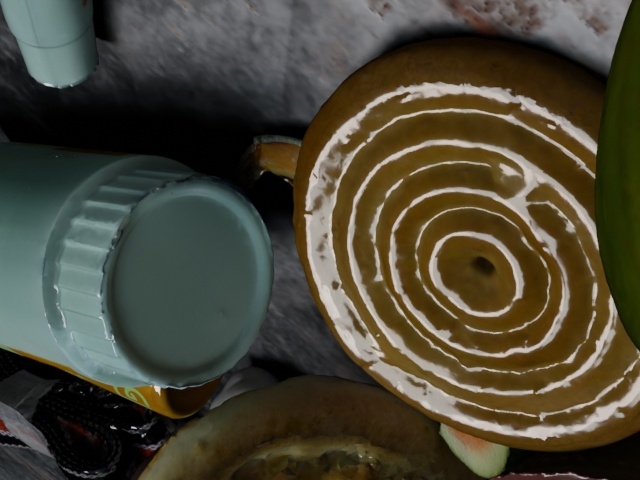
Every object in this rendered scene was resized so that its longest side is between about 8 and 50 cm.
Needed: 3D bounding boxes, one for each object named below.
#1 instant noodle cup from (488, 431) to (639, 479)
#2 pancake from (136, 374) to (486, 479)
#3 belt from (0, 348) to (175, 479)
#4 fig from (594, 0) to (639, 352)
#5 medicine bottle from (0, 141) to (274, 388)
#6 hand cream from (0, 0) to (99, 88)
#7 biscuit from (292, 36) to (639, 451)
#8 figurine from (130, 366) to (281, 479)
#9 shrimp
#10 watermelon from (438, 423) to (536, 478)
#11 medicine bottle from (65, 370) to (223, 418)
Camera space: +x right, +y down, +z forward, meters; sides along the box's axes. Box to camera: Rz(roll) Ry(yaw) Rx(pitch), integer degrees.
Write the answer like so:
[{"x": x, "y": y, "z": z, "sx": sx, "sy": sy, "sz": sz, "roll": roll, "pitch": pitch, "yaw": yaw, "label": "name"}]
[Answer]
[{"x": 0.226, "y": 0.189, "z": 0.801, "sx": 0.274, "sy": 0.090, "sz": 0.274, "roll": 21, "pitch": 148, "yaw": 13, "label": "instant noodle cup"}, {"x": -0.013, "y": 0.296, "z": 0.963, "sx": 0.382, "sy": 0.382, "sz": 0.071, "roll": 53, "pitch": 170, "yaw": -25, "label": "pancake"}, {"x": -0.291, "y": 0.182, "z": 1.309, "sx": 0.359, "sy": 0.126, "sz": 0.094, "roll": 11, "pitch": 139, "yaw": 38, "label": "belt"}, {"x": 0.203, "y": -0.037, "z": 0.472, "sx": 0.203, "sy": 0.203, "sz": 0.225, "roll": -30, "pitch": 71, "yaw": 57, "label": "fig"}, {"x": -0.183, "y": 0.010, "z": 0.905, "sx": 0.318, "sy": 0.158, "sz": 0.158, "roll": 9, "pitch": 140, "yaw": 48, "label": "medicine bottle"}, {"x": -0.179, "y": -0.214, "z": 0.709, "sx": 0.058, "sy": 0.085, "sz": 0.331, "roll": 2, "pitch": 145, "yaw": 4, "label": "hand cream"}, {"x": 0.091, "y": 0.012, "z": 0.699, "sx": 0.262, "sy": 0.037, "sz": 0.262, "roll": 18, "pitch": 127, "yaw": 25, "label": "biscuit"}, {"x": -0.022, "y": 0.302, "z": 1.133, "sx": 0.206, "sy": 0.218, "sz": 0.365, "roll": -24, "pitch": 131, "yaw": 29, "label": "figurine"}, {"x": -0.002, "y": 0.002, "z": 0.851, "sx": 0.148, "sy": 0.035, "sz": 0.195, "roll": 23, "pitch": 143, "yaw": 21, "label": "shrimp"}, {"x": 0.114, "y": 0.089, "z": 0.838, "sx": 0.119, "sy": 0.063, "sz": 0.245, "roll": 44, "pitch": 159, "yaw": 31, "label": "watermelon"}, {"x": -0.180, "y": 0.078, "z": 1.078, "sx": 0.192, "sy": 0.096, "sz": 0.096, "roll": 18, "pitch": 144, "yaw": 28, "label": "medicine bottle"}]
